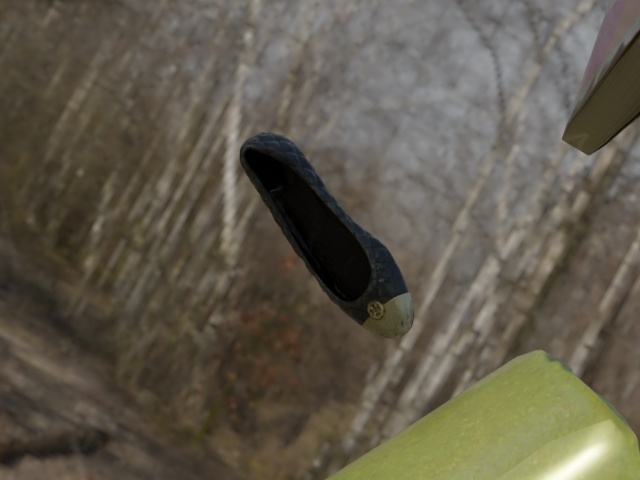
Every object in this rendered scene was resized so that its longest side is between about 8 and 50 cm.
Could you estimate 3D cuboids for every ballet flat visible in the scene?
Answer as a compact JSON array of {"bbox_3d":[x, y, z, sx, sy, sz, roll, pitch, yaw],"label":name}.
[{"bbox_3d":[0.000,0.000,1.117,0.173,0.057,0.049,51,25,8],"label":"ballet flat"}]

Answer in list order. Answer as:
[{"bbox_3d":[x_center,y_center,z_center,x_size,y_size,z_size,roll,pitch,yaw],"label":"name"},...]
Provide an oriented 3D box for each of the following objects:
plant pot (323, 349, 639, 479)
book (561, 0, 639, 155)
[{"bbox_3d":[0.082,0.206,0.893,0.276,0.254,0.276,50,-4,5],"label":"plant pot"},{"bbox_3d":[0.174,-0.123,0.857,0.035,0.144,0.096,30,-38,-7],"label":"book"}]
